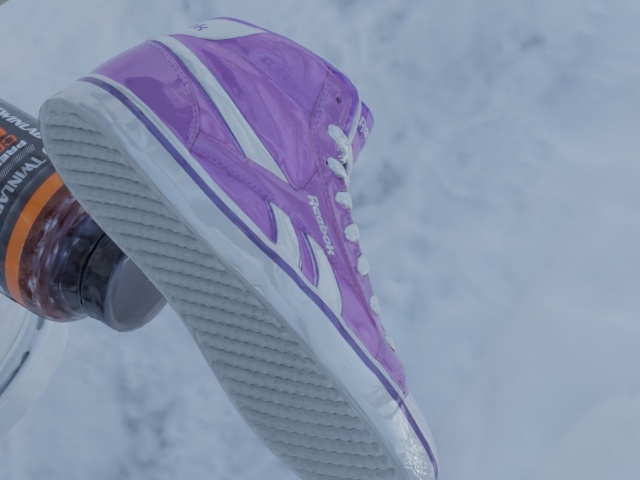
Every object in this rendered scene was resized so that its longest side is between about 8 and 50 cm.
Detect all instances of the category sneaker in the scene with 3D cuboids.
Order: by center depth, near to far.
[{"bbox_3d":[0.000,-0.001,1.032,0.161,0.102,0.282,-33,84,-34],"label":"sneaker"}]

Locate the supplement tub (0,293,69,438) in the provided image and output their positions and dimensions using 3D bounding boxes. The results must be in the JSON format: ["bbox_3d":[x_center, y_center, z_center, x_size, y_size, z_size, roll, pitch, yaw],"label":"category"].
[{"bbox_3d":[-0.383,0.019,1.612,0.325,0.235,0.235,46,69,-36],"label":"supplement tub"}]

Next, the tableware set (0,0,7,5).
[{"bbox_3d":[-0.157,-0.114,0.862,0.039,0.128,0.194,40,34,4],"label":"tableware set"}]

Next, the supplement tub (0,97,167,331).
[{"bbox_3d":[-0.177,-0.018,1.209,0.106,0.198,0.106,-39,145,-36],"label":"supplement tub"}]
